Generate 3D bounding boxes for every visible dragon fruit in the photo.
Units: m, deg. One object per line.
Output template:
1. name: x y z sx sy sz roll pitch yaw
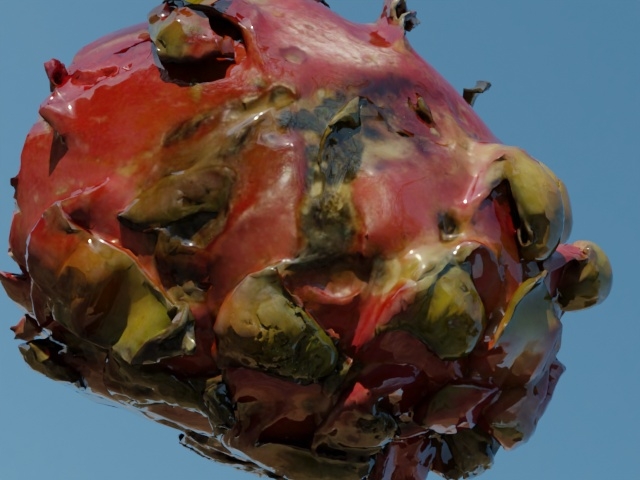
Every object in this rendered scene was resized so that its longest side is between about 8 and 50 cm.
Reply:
1. dragon fruit: 0.000 0.000 1.008 0.291 0.269 0.250 16 -8 17
